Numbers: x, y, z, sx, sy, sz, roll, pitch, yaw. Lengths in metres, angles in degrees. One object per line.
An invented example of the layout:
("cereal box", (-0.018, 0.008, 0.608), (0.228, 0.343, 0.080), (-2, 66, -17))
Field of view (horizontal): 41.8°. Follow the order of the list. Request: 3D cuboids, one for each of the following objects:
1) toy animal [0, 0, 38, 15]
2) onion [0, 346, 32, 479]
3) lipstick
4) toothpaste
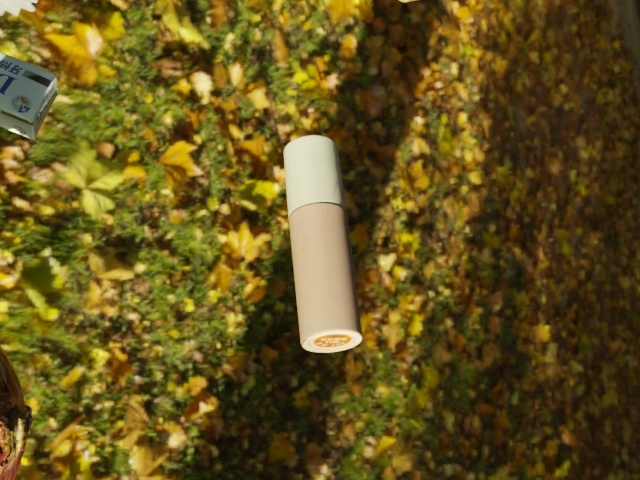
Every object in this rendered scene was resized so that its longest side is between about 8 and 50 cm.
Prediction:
("toy animal", (-0.232, -0.277, 0.691), (0.302, 0.284, 0.225), (-30, 138, -69))
("onion", (-0.519, 0.250, 1.037), (0.341, 0.341, 0.341), (18, 68, -54))
("lipstick", (0.000, 0.000, 0.983), (0.070, 0.070, 0.254), (30, 46, -51))
("toothpaste", (-0.515, -0.237, 1.078), (0.336, 0.067, 0.081), (22, 68, -8))
